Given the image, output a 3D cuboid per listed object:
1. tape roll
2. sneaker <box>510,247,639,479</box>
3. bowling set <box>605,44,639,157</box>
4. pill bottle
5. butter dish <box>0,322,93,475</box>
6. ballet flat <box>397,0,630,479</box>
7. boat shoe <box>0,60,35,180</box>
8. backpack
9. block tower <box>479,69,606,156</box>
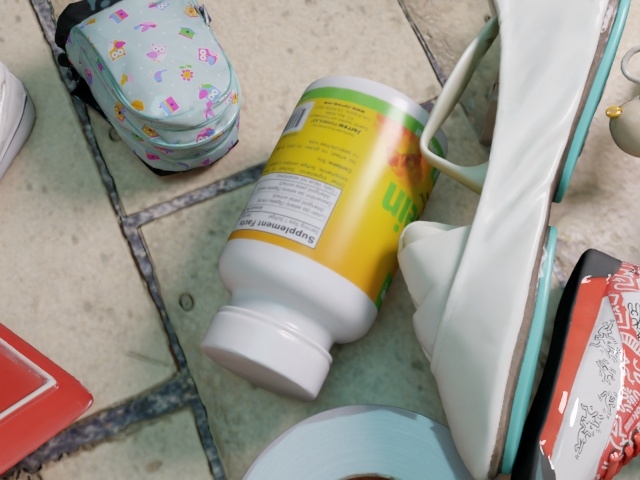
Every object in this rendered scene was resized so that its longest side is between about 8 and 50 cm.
[{"bbox_3d":[0.037,0.239,0.692,0.219,0.072,0.219,-1,68,2],"label":"tape roll"},{"bbox_3d":[0.237,0.126,0.682,0.145,0.090,0.270,22,48,9],"label":"sneaker"},{"bbox_3d":[0.340,-0.090,0.772,0.287,0.200,0.154,29,91,-12],"label":"bowling set"},{"bbox_3d":[0.000,0.000,0.753,0.136,0.136,0.245,22,72,11],"label":"pill bottle"},{"bbox_3d":[-0.295,0.148,0.731,0.160,0.118,0.160,33,32,13],"label":"butter dish"},{"bbox_3d":[0.130,-0.026,0.700,0.139,0.139,0.400,15,79,9],"label":"ballet flat"},{"bbox_3d":[-0.340,-0.047,0.818,0.096,0.088,0.267,20,71,11],"label":"boat shoe"},{"bbox_3d":[-0.149,-0.150,0.834,0.152,0.115,0.182,-28,72,-10],"label":"backpack"},{"bbox_3d":[0.247,-0.237,0.857,0.097,0.091,0.335,20,72,11],"label":"block tower"}]
